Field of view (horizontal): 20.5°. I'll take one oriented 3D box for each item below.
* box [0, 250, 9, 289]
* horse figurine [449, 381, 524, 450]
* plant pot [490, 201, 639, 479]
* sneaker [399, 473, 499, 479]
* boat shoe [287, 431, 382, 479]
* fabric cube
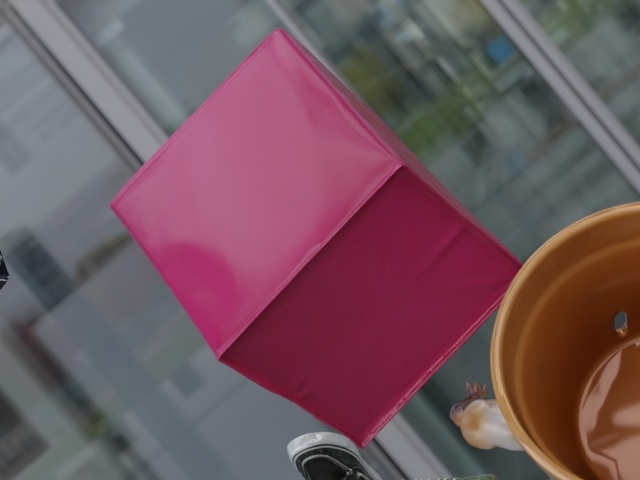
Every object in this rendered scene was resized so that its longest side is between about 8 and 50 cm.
[{"bbox_3d":[-0.469,-0.008,1.589,0.183,0.296,0.294,8,-41,-47],"label":"box"},{"bbox_3d":[0.241,0.206,2.042,0.174,0.066,0.263,-2,2,-43],"label":"horse figurine"},{"bbox_3d":[0.316,0.136,1.646,0.291,0.291,0.203,-40,-29,-6],"label":"plant pot"},{"bbox_3d":[0.130,0.331,2.219,0.192,0.086,0.064,-32,26,26],"label":"sneaker"},{"bbox_3d":[0.031,0.318,2.325,0.078,0.070,0.219,-28,-39,17],"label":"boat shoe"},{"bbox_3d":[0.000,0.000,1.753,0.254,0.258,0.259,-46,-44,5],"label":"fabric cube"}]
